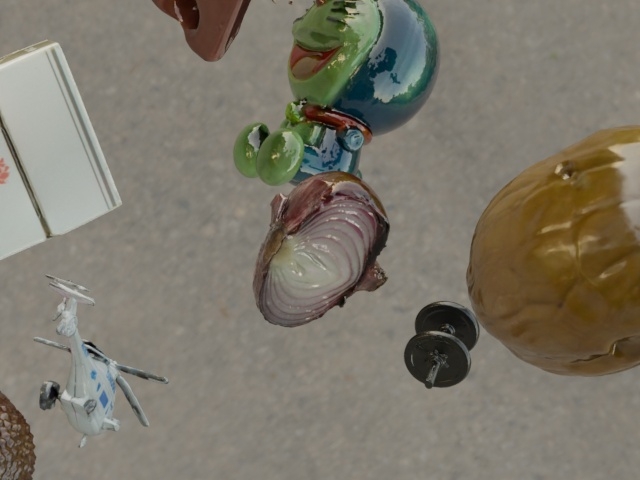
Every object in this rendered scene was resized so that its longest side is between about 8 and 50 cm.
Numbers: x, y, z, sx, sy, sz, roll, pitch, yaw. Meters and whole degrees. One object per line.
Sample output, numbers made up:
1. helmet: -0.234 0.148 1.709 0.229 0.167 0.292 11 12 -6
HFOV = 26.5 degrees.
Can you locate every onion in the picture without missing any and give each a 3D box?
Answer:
1. onion: 0.000 0.000 1.481 0.151 0.206 0.098 16 37 -32

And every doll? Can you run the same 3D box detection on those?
1. doll: 0.033 -0.192 1.698 0.186 0.198 0.322 30 90 -28

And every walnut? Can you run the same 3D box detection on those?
1. walnut: 0.193 0.010 0.932 0.167 0.207 0.167 28 47 -35

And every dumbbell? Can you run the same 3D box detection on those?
1. dumbbell: 0.124 0.105 1.382 0.069 0.069 0.147 38 34 -7

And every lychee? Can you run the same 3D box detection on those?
1. lychee: -0.409 0.241 1.524 0.194 0.194 0.195 13 59 -24

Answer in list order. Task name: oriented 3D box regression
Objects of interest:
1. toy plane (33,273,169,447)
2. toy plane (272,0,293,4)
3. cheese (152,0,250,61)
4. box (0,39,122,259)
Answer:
1. toy plane: -0.282 0.163 1.658 0.182 0.273 0.107 27 60 -1
2. toy plane: -0.063 -0.431 2.031 0.135 0.062 0.188 56 42 -27
3. cheese: -0.095 -0.252 0.900 0.177 0.128 0.203 28 55 -3
4. box: -0.225 -0.030 0.784 0.198 0.029 0.109 -25 114 -15
